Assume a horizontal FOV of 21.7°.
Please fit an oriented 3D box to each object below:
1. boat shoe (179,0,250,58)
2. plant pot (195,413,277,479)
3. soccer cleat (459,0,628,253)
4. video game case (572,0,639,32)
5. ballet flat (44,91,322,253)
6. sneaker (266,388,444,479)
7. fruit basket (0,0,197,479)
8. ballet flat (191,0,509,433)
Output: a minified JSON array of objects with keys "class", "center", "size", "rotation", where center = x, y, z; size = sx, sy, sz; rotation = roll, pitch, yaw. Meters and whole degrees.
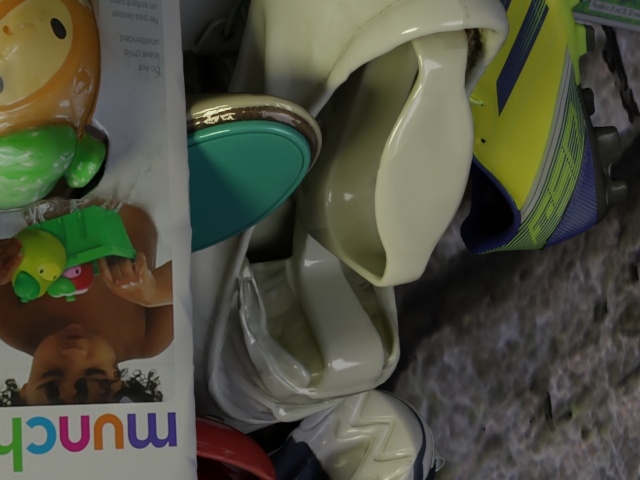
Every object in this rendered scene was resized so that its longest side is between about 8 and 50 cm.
[{"class":"boat shoe","center":[-0.037,-0.136,0.850],"size":[0.226,0.076,0.083],"rotation":[-19,126,-29]},{"class":"plant pot","center":[-0.116,0.185,0.889],"size":[0.191,0.191,0.174],"rotation":[25,59,-45]},{"class":"soccer cleat","center":[0.094,-0.106,0.968],"size":[0.121,0.093,0.289],"rotation":[-22,126,1]},{"class":"video game case","center":[0.232,-0.223,1.052],"size":[0.212,0.023,0.193],"rotation":[4,113,-40]},{"class":"ballet flat","center":[-0.098,-0.020,0.805],"size":[0.248,0.086,0.086],"rotation":[-34,145,32]},{"class":"sneaker","center":[-0.022,0.177,1.043],"size":[0.235,0.094,0.153],"rotation":[-38,156,9]},{"class":"fruit basket","center":[-0.189,-0.040,0.621],"size":[0.327,0.165,0.353],"rotation":[2,77,-31]},{"class":"ballet flat","center":[0.000,0.000,0.858],"size":[0.139,0.139,0.400],"rotation":[-15,141,-32]}]
